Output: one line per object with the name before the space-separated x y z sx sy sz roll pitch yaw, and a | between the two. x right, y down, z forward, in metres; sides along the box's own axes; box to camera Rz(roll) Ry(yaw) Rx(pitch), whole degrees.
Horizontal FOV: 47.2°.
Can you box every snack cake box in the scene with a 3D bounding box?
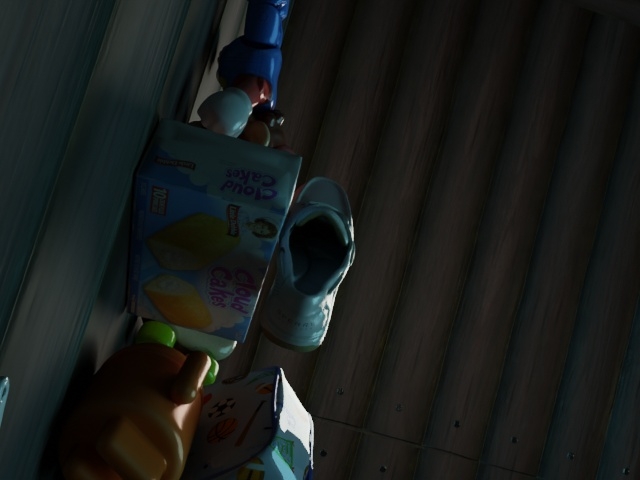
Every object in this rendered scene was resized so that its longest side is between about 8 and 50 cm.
snack cake box | -0.128 0.001 0.825 0.264 0.152 0.089 112 -8 -51

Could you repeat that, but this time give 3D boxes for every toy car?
toy car | -0.228 0.143 1.083 0.188 0.149 0.155 -32 -152 37

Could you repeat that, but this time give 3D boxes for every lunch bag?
lunch bag | -0.158 0.276 0.852 0.115 0.303 0.243 63 7 -17

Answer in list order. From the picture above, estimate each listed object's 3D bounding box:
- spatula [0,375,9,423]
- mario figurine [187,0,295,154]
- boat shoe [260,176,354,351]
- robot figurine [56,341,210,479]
spatula | -0.224 0.213 0.414 0.168 0.019 0.242 -90 -163 -77
mario figurine | -0.118 -0.200 0.940 0.198 0.170 0.321 9 87 -59
boat shoe | 0.000 0.000 0.849 0.277 0.098 0.096 -82 -170 -50
robot figurine | -0.193 0.187 0.760 0.219 0.128 0.158 -87 -170 -74
